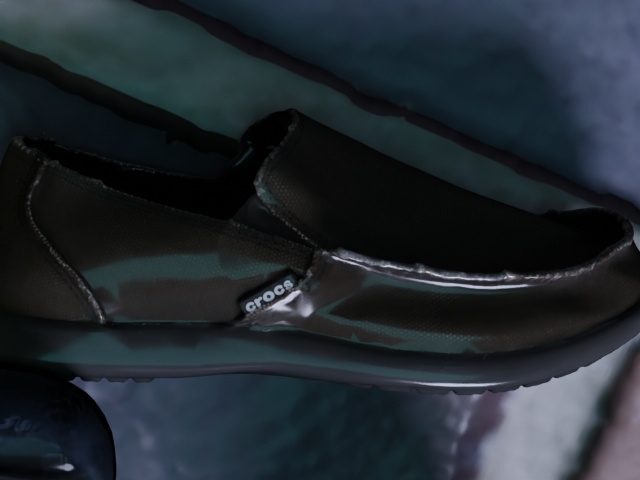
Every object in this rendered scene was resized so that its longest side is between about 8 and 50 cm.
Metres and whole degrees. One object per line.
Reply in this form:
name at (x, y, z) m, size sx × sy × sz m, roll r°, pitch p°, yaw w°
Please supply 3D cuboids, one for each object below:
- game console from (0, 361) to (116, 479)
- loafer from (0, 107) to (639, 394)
game console at (-0.114, 0.205, 0.626) m, size 0.213 × 0.044 × 0.361 m, roll 2°, pitch 111°, yaw -13°
loafer at (0.000, 0.000, 0.604) m, size 0.220 × 0.080 × 0.078 m, roll -1°, pitch 103°, yaw -12°
